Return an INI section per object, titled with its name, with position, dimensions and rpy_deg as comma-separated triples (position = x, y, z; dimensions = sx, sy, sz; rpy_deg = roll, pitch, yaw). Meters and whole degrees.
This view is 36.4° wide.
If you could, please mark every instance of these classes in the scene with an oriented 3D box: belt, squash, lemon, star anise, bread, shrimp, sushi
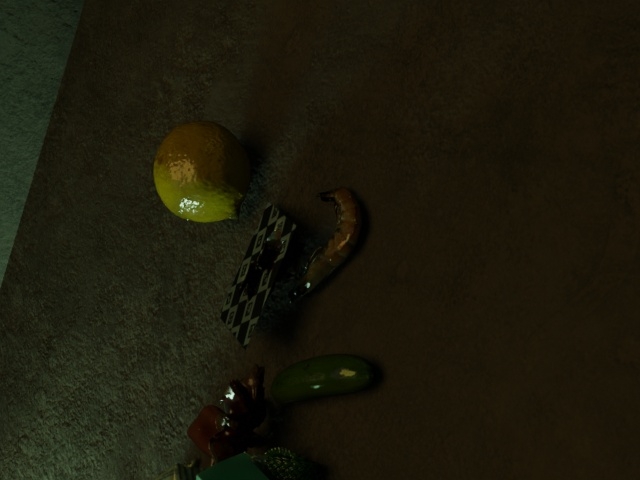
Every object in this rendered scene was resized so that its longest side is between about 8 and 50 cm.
[belt]
position = -0.077, 0.438, 1.872
dimensions = 0.151, 0.121, 0.079
rpy_deg = 0, 76, 21
[squash]
position = -0.004, 0.266, 1.888
dimensions = 0.292, 0.082, 0.082
rpy_deg = -19, 62, 49
[lemon]
position = -0.279, -0.166, 2.292
dimensions = 0.228, 0.228, 0.253
rpy_deg = -46, 45, 33
[star anise]
position = -0.163, 0.382, 1.951
dimensions = 0.088, 0.288, 0.288
rpy_deg = 8, 82, 14
[bread]
position = -0.224, 0.424, 2.129
dimensions = 0.192, 0.067, 0.119
rpy_deg = 30, 109, 54
[shrimp]
position = 0.000, 0.000, 2.024
dimensions = 0.262, 0.051, 0.198
rpy_deg = -53, 33, 29
[sushi]
position = -0.116, 0.081, 2.095
dimensions = 0.292, 0.059, 0.294
rpy_deg = -67, 19, 5

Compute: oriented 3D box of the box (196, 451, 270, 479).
[box]
position = -0.150, 0.582, 1.799
dimensions = 0.205, 0.118, 0.311
rpy_deg = 36, 126, 36

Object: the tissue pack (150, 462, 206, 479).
[tissue pack]
position = -0.311, 0.702, 2.062
dimensions = 0.287, 0.162, 0.388
rpy_deg = -39, 48, 42

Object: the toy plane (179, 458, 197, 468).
[toy plane]
position = -0.305, 0.531, 2.224
dimensions = 0.080, 0.033, 0.083
rpy_deg = 43, 111, 39
